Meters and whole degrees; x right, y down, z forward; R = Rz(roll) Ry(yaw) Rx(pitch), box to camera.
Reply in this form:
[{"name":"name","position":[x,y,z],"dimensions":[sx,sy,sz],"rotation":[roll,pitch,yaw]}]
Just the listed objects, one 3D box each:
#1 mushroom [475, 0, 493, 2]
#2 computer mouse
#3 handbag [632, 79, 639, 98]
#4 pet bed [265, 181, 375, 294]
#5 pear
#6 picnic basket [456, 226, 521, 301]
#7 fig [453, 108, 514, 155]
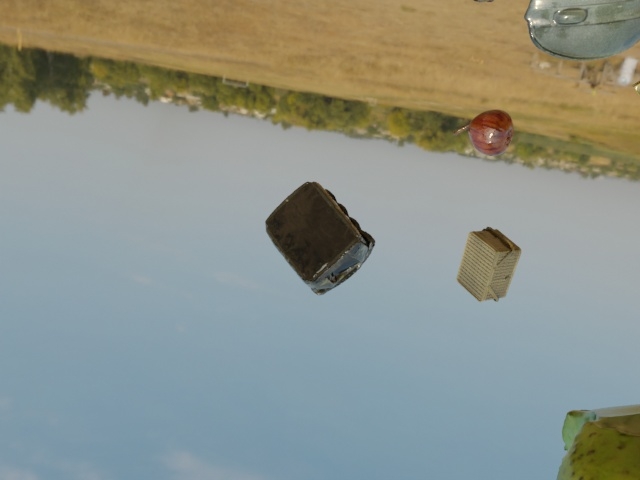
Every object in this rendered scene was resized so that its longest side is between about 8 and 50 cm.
[{"name":"mushroom","position":[0.381,-0.554,1.098],"dimensions":[0.267,0.254,0.267],"rotation":[-3,-179,0]},{"name":"computer mouse","position":[0.607,-0.496,1.278],"dimensions":[0.374,0.203,0.114],"rotation":[-20,-142,-17]},{"name":"handbag","position":[0.612,-0.277,1.090],"dimensions":[0.083,0.061,0.027],"rotation":[-31,-165,34]},{"name":"pet bed","position":[0.000,0.000,1.376],"dimensions":[0.211,0.183,0.159],"rotation":[49,-173,23]},{"name":"pear","position":[0.340,0.319,0.676],"dimensions":[0.176,0.286,0.282],"rotation":[6,174,25]},{"name":"picnic basket","position":[0.413,0.060,1.505],"dimensions":[0.079,0.164,0.115],"rotation":[-5,-149,-23]},{"name":"fig","position":[0.454,-0.289,1.643],"dimensions":[0.128,0.128,0.150],"rotation":[5,179,-23]}]
